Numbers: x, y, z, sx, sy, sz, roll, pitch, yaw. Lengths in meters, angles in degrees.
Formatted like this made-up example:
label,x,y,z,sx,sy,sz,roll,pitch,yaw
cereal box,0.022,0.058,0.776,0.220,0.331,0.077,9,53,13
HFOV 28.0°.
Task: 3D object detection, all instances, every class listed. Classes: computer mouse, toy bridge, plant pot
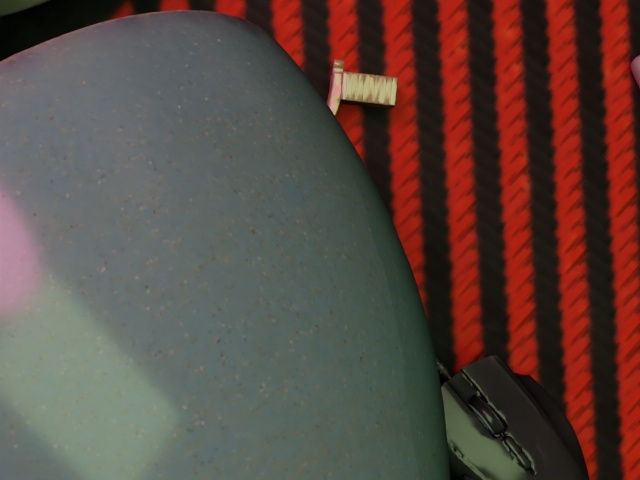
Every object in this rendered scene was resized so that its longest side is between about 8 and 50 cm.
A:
label,x,y,z,sx,sy,sz,roll,pitch,yaw
computer mouse,0.064,0.060,0.646,0.071,0.041,0.242,-39,102,-11
toy bridge,0.000,0.000,0.666,0.063,0.026,0.188,5,91,-4
plant pot,-0.062,0.085,0.504,0.290,0.290,0.195,-41,71,-4

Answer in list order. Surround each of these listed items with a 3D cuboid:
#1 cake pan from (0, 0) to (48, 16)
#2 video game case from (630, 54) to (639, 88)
label,x,y,z,sx,sy,sz,roll,pitch,yaw
cake pan,-0.190,-0.243,0.574,0.293,0.054,0.293,2,121,4
video game case,0.306,-0.040,0.693,0.206,0.026,0.227,-26,91,-4
